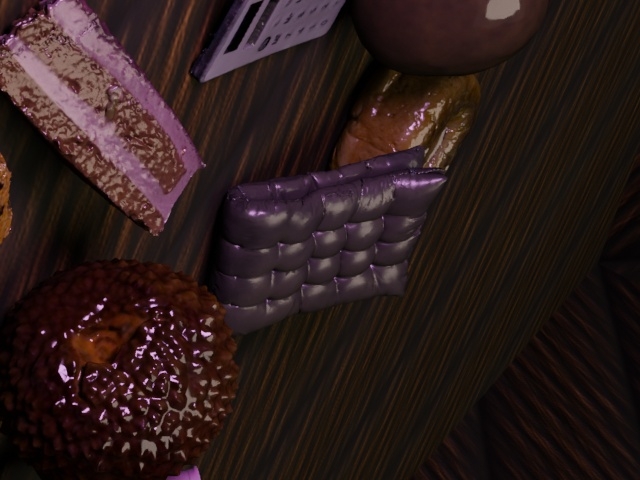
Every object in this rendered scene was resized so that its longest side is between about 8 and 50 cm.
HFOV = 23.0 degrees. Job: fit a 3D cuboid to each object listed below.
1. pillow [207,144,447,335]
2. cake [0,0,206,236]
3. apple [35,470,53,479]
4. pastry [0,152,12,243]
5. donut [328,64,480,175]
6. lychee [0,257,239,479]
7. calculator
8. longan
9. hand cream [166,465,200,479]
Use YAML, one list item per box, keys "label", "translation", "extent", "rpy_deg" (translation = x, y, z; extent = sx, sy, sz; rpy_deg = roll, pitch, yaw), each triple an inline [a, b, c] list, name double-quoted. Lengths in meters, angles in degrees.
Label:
- label: "pillow"
  translation: [0.000, 0.000, 2.082]
  extent: [0.326, 0.101, 0.228]
  rpy_deg: [-11, 133, -30]
- label: "cake"
  translation: [-0.224, -0.129, 1.513]
  extent: [0.116, 0.113, 0.295]
  rpy_deg: [-49, 146, -11]
- label: "apple"
  translation: [-0.268, 0.229, 1.837]
  extent: [0.153, 0.120, 0.153]
  rpy_deg: [-48, 158, -27]
- label: "pastry"
  translation: [-0.319, -0.027, 1.452]
  extent: [0.140, 0.056, 0.080]
  rpy_deg: [90, 24, -50]
- label: "donut"
  translation: [0.120, -0.153, 2.239]
  extent: [0.261, 0.128, 0.208]
  rpy_deg: [-63, 158, 6]
- label: "lychee"
  translation: [-0.212, 0.150, 1.664]
  extent: [0.267, 0.267, 0.267]
  rpy_deg: [-49, 157, -29]
- label: "calculator"
  translation: [-0.038, -0.267, 1.789]
  extent: [0.261, 0.021, 0.161]
  rpy_deg: [-31, 161, -50]
- label: "longan"
  translation: [0.159, -0.326, 1.944]
  extent: [0.258, 0.258, 0.258]
  rpy_deg: [-49, 157, -29]
- label: "hand cream"
  translation: [-0.291, 0.309, 1.771]
  extent: [0.312, 0.070, 0.111]
  rpy_deg: [-5, 140, -12]
